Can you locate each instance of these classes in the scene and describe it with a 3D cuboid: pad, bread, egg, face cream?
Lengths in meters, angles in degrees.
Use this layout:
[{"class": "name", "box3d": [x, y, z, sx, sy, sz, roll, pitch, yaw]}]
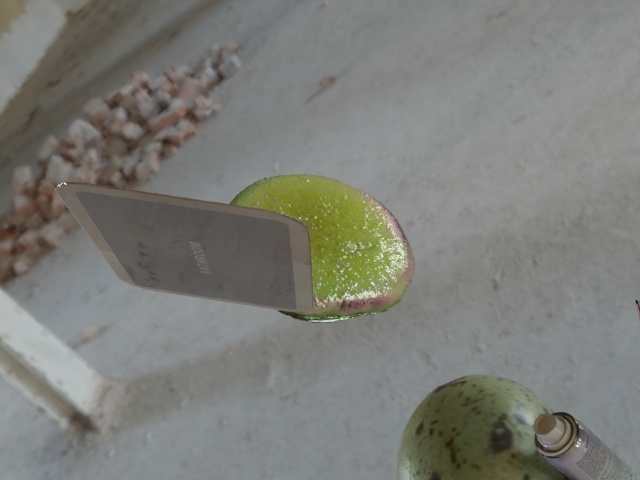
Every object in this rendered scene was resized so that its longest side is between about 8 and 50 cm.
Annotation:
[{"class": "pad", "box3d": [-0.093, 0.013, 0.779, 0.266, 0.176, 0.002, 88, -169, -72]}, {"class": "bread", "box3d": [0.000, 0.000, 1.126, 0.228, 0.229, 0.033, -73, 2, -49]}, {"class": "egg", "box3d": [0.264, 0.386, 1.550, 0.288, 0.287, 0.379, -34, 42, 18]}, {"class": "face cream", "box3d": [0.372, 0.309, 1.413, 0.075, 0.229, 0.075, -30, 37, 25]}]

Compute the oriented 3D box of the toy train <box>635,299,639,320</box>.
[{"class": "toy train", "box3d": [0.493, 0.171, 1.308, 0.101, 0.296, 0.160, -22, 53, 10]}]
